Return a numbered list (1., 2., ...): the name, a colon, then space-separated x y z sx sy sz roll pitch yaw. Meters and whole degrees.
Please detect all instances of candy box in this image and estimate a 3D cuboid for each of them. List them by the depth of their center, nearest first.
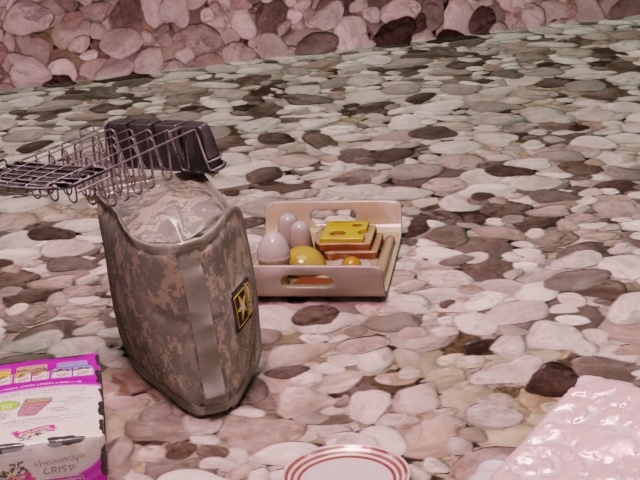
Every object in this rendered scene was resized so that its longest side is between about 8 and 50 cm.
1. candy box: -0.330 0.215 1.786 0.159 0.071 0.233 -6 19 -7

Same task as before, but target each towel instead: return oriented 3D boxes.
1. towel: 0.293 0.249 1.376 0.332 0.053 0.317 13 41 43

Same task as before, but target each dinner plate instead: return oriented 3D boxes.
1. dinner plate: 0.028 0.260 1.675 0.141 0.017 0.141 -4 21 2

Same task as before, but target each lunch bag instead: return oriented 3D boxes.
1. lunch bag: -0.169 0.063 1.933 0.169 0.235 0.287 -13 22 -15

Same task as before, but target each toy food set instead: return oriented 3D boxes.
1. toy food set: 0.000 0.000 2.286 0.220 0.092 0.306 -1 21 9

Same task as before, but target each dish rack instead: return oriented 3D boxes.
1. dish rack: -0.282 -0.093 1.964 0.208 0.074 0.271 5 23 42

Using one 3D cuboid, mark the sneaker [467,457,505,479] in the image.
1. sneaker: 0.234 0.283 1.497 0.229 0.087 0.092 5 32 35
